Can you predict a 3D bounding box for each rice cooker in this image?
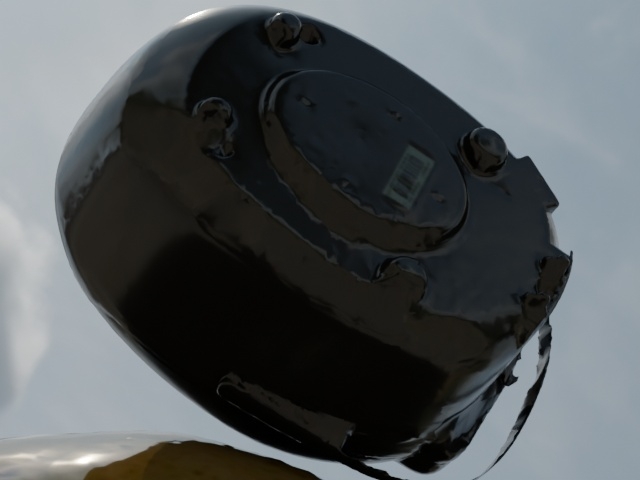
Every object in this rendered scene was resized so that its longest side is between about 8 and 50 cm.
[{"bbox_3d":[0.001,0.001,0.575,0.203,0.142,0.118,34,-40,-4],"label":"rice cooker"}]

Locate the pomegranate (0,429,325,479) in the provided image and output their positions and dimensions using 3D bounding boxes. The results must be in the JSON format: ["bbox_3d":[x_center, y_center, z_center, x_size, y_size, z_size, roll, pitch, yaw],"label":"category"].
[{"bbox_3d":[-0.077,0.271,0.540,0.417,0.416,0.416,14,-49,17],"label":"pomegranate"}]
